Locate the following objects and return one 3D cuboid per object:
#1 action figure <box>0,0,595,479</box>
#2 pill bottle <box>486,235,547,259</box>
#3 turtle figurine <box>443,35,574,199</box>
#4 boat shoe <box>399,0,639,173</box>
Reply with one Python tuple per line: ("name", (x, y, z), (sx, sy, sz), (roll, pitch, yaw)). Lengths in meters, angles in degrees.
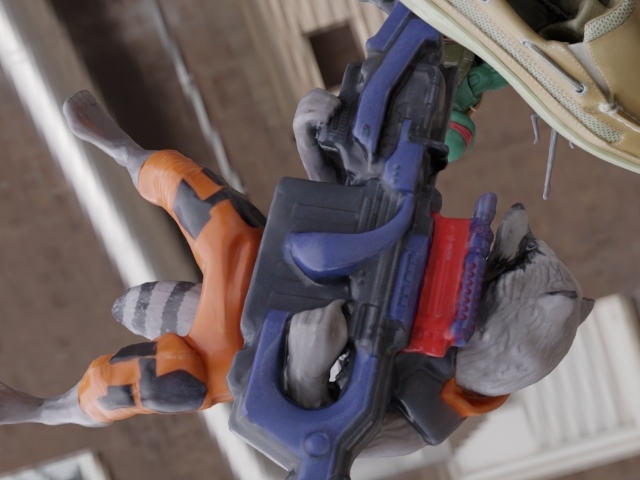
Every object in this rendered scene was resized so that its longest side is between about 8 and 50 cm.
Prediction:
("action figure", (0.000, 0.000, 1.054), (0.341, 0.330, 0.178), (-68, -28, -23))
("pill bottle", (0.134, 0.018, 1.426), (0.043, 0.083, 0.043), (-7, 82, 59))
("turtle figurine", (0.102, -0.110, 1.369), (0.234, 0.175, 0.118), (-85, -29, -43))
("boat shoe", (0.107, -0.082, 0.741), (0.068, 0.190, 0.072), (-65, 13, -13))
